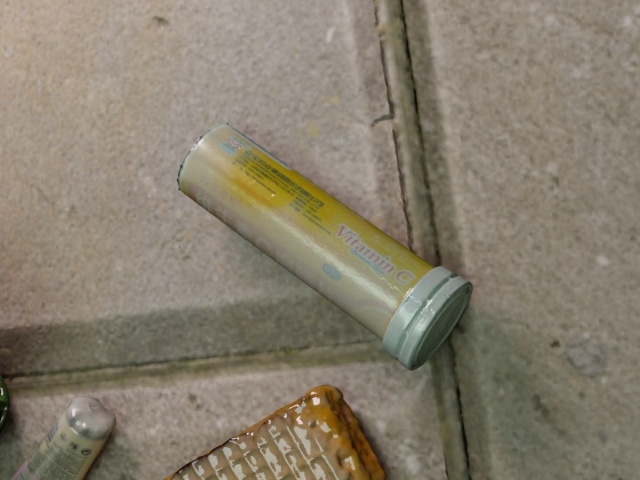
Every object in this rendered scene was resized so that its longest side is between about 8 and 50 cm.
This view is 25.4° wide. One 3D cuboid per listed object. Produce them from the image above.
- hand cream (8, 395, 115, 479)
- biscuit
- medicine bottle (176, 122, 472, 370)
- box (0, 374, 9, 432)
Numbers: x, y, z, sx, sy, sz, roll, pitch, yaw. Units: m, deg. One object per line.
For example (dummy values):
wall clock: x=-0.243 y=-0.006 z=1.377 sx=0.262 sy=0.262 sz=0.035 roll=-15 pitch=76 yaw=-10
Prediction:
hand cream: x=-0.208 y=0.182 z=1.133 sx=0.061 sy=0.039 sz=0.143 roll=42 pitch=119 yaw=8
biscuit: x=-0.119 y=0.234 z=1.083 sx=0.379 sy=0.054 sz=0.094 roll=-34 pitch=83 yaw=23
medicine bottle: x=0.000 y=0.000 z=1.000 sx=0.218 sy=0.074 sz=0.074 roll=36 pitch=108 yaw=19
box: x=-0.419 y=0.105 z=1.049 sx=0.253 sy=0.329 sz=0.178 roll=44 pitch=148 yaw=15
